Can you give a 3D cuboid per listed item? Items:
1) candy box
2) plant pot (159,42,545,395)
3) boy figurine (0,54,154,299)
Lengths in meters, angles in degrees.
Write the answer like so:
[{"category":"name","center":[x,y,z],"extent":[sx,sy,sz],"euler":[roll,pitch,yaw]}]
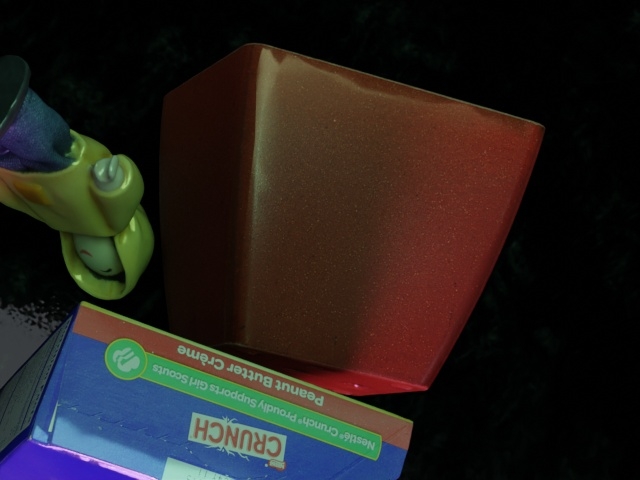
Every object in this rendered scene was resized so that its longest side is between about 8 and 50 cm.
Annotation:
[{"category":"candy box","center":[-0.122,0.183,1.444],"extent":[0.268,0.317,0.122],"euler":[22,64,-15]},{"category":"plant pot","center":[0.000,0.000,1.612],"extent":[0.267,0.267,0.235],"euler":[15,79,-18]},{"category":"boy figurine","center":[-0.227,-0.047,1.554],"extent":[0.177,0.285,0.092],"euler":[6,63,26]}]
